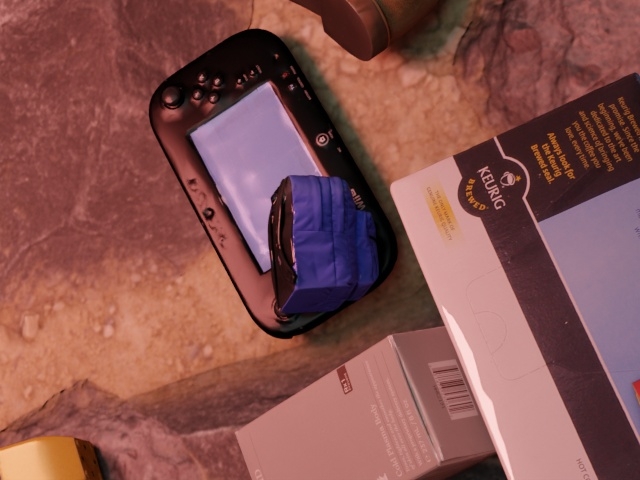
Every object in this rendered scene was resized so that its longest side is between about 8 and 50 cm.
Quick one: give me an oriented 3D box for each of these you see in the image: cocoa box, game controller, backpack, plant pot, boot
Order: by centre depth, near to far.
[{"bbox_3d":[0.238,0.089,1.230,0.228,0.231,0.347,-25,54,7],"label":"cocoa box"},{"bbox_3d":[0.000,0.000,1.449,0.101,0.098,0.120,-2,70,-18],"label":"backpack"},{"bbox_3d":[-0.050,-0.062,1.552,0.166,0.067,0.319,-36,68,16],"label":"game controller"},{"bbox_3d":[0.003,-0.305,1.571,0.115,0.112,0.305,-34,60,-16],"label":"boot"},{"bbox_3d":[-0.276,0.245,1.603,0.083,0.081,0.081,-23,71,10],"label":"plant pot"}]

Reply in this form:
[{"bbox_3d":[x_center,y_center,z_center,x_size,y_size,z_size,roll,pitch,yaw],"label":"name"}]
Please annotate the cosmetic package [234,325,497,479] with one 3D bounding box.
[{"bbox_3d":[0.041,0.181,1.400,0.238,0.107,0.127,-37,69,38],"label":"cosmetic package"}]
